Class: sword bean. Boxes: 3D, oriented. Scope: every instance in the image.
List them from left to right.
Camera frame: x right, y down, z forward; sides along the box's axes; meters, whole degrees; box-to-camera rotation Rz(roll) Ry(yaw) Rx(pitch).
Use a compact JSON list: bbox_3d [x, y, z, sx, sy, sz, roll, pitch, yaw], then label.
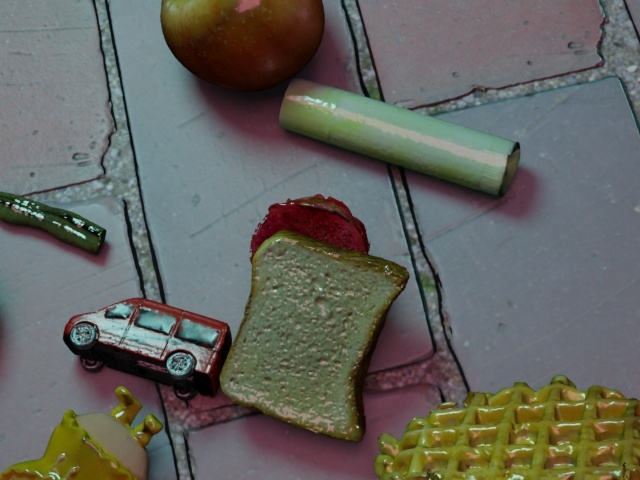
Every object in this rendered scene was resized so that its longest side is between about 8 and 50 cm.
[{"bbox_3d":[-0.397,-0.039,1.568,0.269,0.038,0.043,17,46,10],"label":"sword bean"}]

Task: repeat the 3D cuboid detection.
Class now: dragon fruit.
[{"bbox_3d":[0.000,0.000,1.500,0.153,0.153,0.111,11,30,8],"label":"dragon fruit"}]

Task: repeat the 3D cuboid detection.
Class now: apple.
[{"bbox_3d":[-0.095,-0.293,1.561,0.210,0.173,0.234,-34,43,28],"label":"apple"}]

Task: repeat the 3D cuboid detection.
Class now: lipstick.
[{"bbox_3d":[0.099,-0.131,1.547,0.304,0.076,0.076,18,72,10],"label":"lipstick"}]

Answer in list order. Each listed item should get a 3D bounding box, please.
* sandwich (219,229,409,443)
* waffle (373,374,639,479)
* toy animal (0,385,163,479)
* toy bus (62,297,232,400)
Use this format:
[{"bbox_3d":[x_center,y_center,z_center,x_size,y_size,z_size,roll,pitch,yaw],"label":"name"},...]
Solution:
[{"bbox_3d":[-0.007,0.108,1.423,0.186,0.065,0.214,19,98,5],"label":"sandwich"},{"bbox_3d":[0.216,0.226,1.311,0.312,0.307,0.060,-17,107,-12],"label":"waffle"},{"bbox_3d":[-0.274,0.277,1.394,0.156,0.156,0.230,42,88,17],"label":"toy animal"},{"bbox_3d":[-0.208,0.122,1.473,0.195,0.081,0.089,15,62,9],"label":"toy bus"}]
